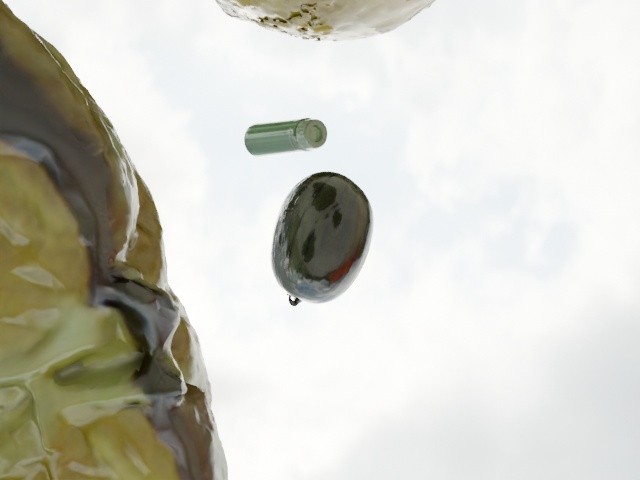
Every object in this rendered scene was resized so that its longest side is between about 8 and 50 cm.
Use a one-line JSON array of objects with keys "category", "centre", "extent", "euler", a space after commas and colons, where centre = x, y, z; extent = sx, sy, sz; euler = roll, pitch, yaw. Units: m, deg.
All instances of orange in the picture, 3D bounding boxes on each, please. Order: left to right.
[{"category": "orange", "centre": [-0.189, 0.055, 0.751], "extent": [0.271, 0.369, 0.210], "euler": [-19, -165, -2]}]

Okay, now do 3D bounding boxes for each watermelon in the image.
[{"category": "watermelon", "centre": [0.000, 0.000, 1.350], "extent": [0.078, 0.078, 0.111], "euler": [15, -96, -11]}]

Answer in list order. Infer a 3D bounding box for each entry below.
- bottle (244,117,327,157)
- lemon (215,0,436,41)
[{"category": "bottle", "centre": [-0.029, -0.087, 1.452], "extent": [0.030, 0.083, 0.030], "euler": [1, -92, -39]}, {"category": "lemon", "centre": [0.019, -0.278, 1.197], "extent": [0.258, 0.310, 0.258], "euler": [24, -139, -23]}]
